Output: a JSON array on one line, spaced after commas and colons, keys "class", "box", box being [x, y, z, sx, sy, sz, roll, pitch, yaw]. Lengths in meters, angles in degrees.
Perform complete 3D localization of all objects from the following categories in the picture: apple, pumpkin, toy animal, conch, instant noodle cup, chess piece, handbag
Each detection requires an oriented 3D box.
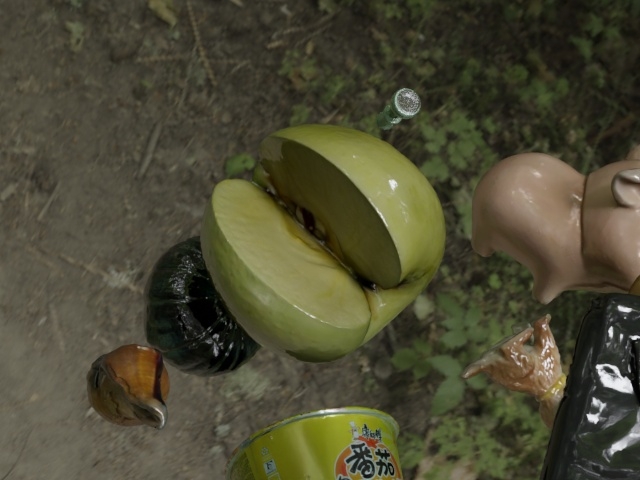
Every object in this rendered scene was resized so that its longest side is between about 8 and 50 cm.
[{"class": "apple", "box": [0.000, 0.000, 1.324, 0.292, 0.292, 0.254, -32, 65, -32]}, {"class": "pumpkin", "box": [-0.153, 0.091, 1.526, 0.202, 0.140, 0.201, 9, 78, -44]}, {"class": "toy animal", "box": [0.325, 0.237, 1.717, 0.184, 0.104, 0.185, -31, 92, -27]}, {"class": "conch", "box": [-0.189, 0.149, 1.139, 0.080, 0.233, 0.086, -28, 93, -29]}, {"class": "instant noodle cup", "box": [0.013, 0.375, 1.514, 0.264, 0.264, 0.200, 0, 52, -25]}, {"class": "chess piece", "box": [0.103, -0.180, 1.541, 0.042, 0.093, 0.042, 4, 77, -19]}, {"class": "handbag", "box": [0.326, 0.185, 0.903, 0.275, 0.088, 0.244, 14, 86, 9]}, {"class": "toy animal", "box": [0.392, -0.030, 1.638, 0.326, 0.269, 0.237, 34, 26, 12]}]

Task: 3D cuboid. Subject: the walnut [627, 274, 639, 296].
[{"class": "walnut", "box": [0.454, 0.113, 1.363, 0.144, 0.144, 0.180, -23, 102, -31]}]
